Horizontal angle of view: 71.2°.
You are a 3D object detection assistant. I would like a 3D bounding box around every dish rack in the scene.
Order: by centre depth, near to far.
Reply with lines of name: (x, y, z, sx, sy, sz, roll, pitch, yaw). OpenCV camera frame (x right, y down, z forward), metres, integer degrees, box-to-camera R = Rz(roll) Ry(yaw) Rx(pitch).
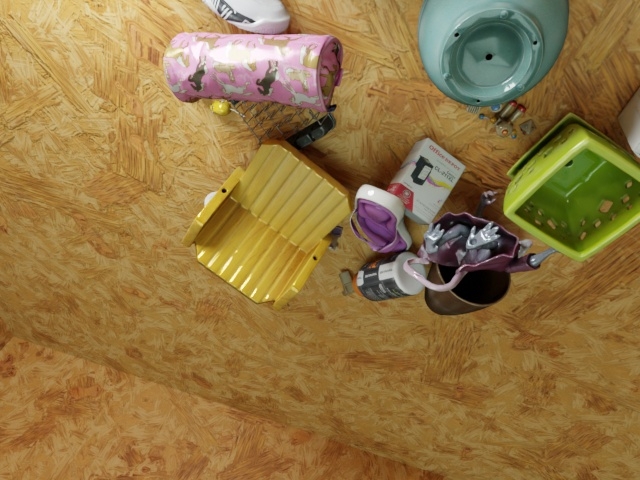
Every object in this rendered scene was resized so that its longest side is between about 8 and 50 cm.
dish rack: (-0.116, -0.345, 1.147, 0.208, 0.074, 0.272, -22, 119, 33)

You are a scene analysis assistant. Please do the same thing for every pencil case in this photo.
pencil case: (-0.147, -0.370, 0.977, 0.385, 0.160, 0.167, 9, 145, 15)

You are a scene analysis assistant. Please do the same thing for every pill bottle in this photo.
pill bottle: (0.201, 0.120, 1.391, 0.130, 0.130, 0.245, 39, 150, -17)

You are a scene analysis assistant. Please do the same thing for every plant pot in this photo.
plant pot: (0.326, -0.381, 0.861, 0.292, 0.196, 0.293, 10, 134, 11)
plant pot: (0.560, -0.131, 0.989, 0.227, 0.207, 0.228, 30, 130, -8)
plant pot: (0.400, 0.133, 1.320, 0.215, 0.215, 0.230, 21, 149, 1)

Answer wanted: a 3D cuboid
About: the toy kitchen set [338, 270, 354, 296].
toy kitchen set: (0.104, 0.145, 1.547, 0.068, 0.075, 0.083, -20, 170, -9)

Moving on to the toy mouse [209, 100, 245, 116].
toy mouse: (-0.285, -0.398, 1.184, 0.160, 0.031, 0.143, 11, 134, 10)

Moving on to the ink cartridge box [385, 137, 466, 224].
ink cartridge box: (0.257, -0.146, 1.114, 0.127, 0.175, 0.072, 33, 176, -12)

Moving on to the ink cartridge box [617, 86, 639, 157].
ink cartridge box: (0.790, -0.306, 0.778, 0.285, 0.166, 0.395, 19, 134, 3)

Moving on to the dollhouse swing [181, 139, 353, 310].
dollhouse swing: (-0.136, -0.035, 1.215, 0.346, 0.315, 0.305, 38, 154, -9)

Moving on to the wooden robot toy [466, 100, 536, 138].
wooden robot toy: (0.414, -0.272, 1.010, 0.173, 0.079, 0.076, 27, 135, -6)

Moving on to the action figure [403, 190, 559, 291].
action figure: (0.435, 0.039, 1.127, 0.370, 0.248, 0.276, 13, 115, -48)

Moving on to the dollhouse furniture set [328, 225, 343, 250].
dollhouse furniture set: (0.000, 0.000, 1.409, 0.114, 0.081, 0.091, 18, 135, 4)

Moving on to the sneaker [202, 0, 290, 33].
sneaker: (-0.192, -0.594, 0.894, 0.365, 0.137, 0.210, 35, 136, -8)

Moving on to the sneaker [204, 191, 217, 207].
sneaker: (-0.220, -0.015, 1.442, 0.365, 0.135, 0.150, 31, 134, -6)

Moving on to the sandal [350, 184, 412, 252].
sandal: (0.146, -0.028, 1.201, 0.169, 0.102, 0.416, 26, 169, 21)
